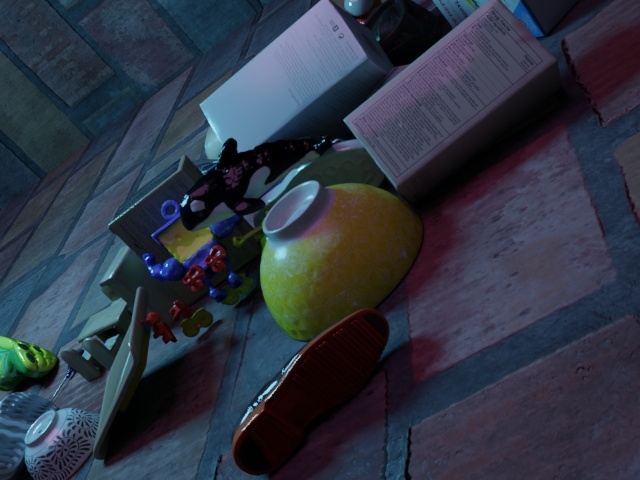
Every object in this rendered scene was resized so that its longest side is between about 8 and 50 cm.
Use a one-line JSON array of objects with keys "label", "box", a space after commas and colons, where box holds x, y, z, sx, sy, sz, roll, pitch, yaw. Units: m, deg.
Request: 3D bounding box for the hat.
[{"label": "hat", "box": [0.170, -0.453, 1.893, 0.331, 0.134, 0.331, -35, 24, 18]}]

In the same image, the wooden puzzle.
[{"label": "wooden puzzle", "box": [-0.342, 0.231, 1.514, 0.221, 0.044, 0.239, -104, 33, -64]}]

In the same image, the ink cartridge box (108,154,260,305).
[{"label": "ink cartridge box", "box": [-0.262, -0.018, 1.685, 0.193, 0.235, 0.088, -34, 24, 14]}]

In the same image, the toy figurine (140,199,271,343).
[{"label": "toy figurine", "box": [-0.210, -0.015, 1.535, 0.362, 0.191, 0.217, -41, 67, 4]}]

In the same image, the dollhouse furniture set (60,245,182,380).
[{"label": "dollhouse furniture set", "box": [-0.426, 0.133, 1.769, 0.242, 0.161, 0.212, -25, 29, 33]}]

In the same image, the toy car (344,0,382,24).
[{"label": "toy car", "box": [0.098, -0.518, 2.134, 0.182, 0.159, 0.136, -39, 60, 5]}]

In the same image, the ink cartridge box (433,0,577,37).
[{"label": "ink cartridge box", "box": [0.351, -0.490, 1.628, 0.168, 0.171, 0.232, -48, 24, -15]}]

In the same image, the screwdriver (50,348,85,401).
[{"label": "screwdriver", "box": [-0.553, 0.308, 1.854, 0.024, 0.025, 0.170, -15, 44, 45]}]

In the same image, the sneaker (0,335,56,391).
[{"label": "sneaker", "box": [-0.713, 0.300, 2.029, 0.295, 0.109, 0.124, -2, 69, 54]}]

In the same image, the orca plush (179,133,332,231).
[{"label": "orca plush", "box": [-0.121, -0.125, 1.444, 0.287, 0.102, 0.151, -22, 33, 8]}]

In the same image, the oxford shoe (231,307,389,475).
[{"label": "oxford shoe", "box": [-0.022, 0.186, 1.152, 0.271, 0.097, 0.098, -43, 18, -2]}]

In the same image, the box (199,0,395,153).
[{"label": "box", "box": [-0.034, -0.296, 1.758, 0.345, 0.168, 0.215, -36, -19, 18]}]

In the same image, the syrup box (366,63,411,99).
[{"label": "syrup box", "box": [0.200, -0.268, 1.577, 0.093, 0.096, 0.236, -50, 24, -18]}]

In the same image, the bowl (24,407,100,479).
[{"label": "bowl", "box": [-0.484, 0.363, 1.569, 0.170, 0.080, 0.170, -33, 26, 19]}]

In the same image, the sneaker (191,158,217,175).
[{"label": "sneaker", "box": [-0.253, -0.119, 1.981, 0.340, 0.125, 0.140, -27, 29, 33]}]

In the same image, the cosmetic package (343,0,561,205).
[{"label": "cosmetic package", "box": [0.210, -0.219, 1.372, 0.309, 0.113, 0.160, -37, 68, 7]}]

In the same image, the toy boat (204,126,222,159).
[{"label": "toy boat", "box": [-0.153, -0.299, 2.143, 0.318, 0.148, 0.267, -45, 18, 12]}]

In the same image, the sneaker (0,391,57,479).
[{"label": "sneaker", "box": [-0.604, 0.393, 1.669, 0.281, 0.105, 0.115, -75, 10, -71]}]

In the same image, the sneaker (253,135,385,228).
[{"label": "sneaker", "box": [0.006, -0.155, 1.635, 0.322, 0.130, 0.236, -31, 29, 35]}]

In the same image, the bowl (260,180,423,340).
[{"label": "bowl", "box": [0.000, 0.000, 1.354, 0.289, 0.156, 0.289, -34, 25, 18]}]
